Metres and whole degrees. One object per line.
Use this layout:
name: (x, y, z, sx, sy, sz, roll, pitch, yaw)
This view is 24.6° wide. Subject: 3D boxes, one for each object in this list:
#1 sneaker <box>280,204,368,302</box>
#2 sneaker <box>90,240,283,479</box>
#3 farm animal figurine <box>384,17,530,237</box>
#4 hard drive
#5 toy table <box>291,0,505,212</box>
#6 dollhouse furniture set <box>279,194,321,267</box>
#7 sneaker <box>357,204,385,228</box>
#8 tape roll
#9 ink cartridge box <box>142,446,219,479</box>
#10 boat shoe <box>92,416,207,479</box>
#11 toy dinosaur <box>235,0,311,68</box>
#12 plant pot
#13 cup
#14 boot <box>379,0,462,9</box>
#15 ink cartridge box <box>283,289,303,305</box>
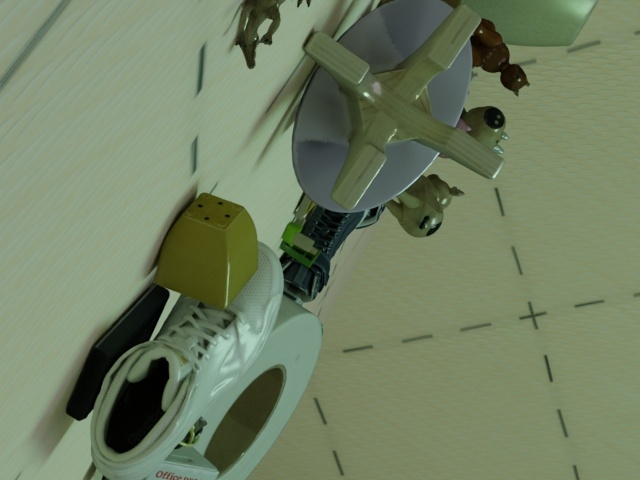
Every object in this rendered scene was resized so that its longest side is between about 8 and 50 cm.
sneaker: (0.001, 0.001, 2.415, 0.163, 0.086, 0.226, -57, 176, -49)
sneaker: (-0.126, 0.112, 1.466, 0.293, 0.108, 0.169, -57, 178, -14)
farm animal figurine: (0.176, -0.154, 2.159, 0.330, 0.172, 0.326, -58, -156, -9)
hard drive: (-0.201, 0.111, 1.468, 0.094, 0.022, 0.135, -62, 174, 33)
toy table: (0.081, -0.154, 1.645, 0.161, 0.252, 0.274, -157, -91, -78)
dollhouse furniture set: (-0.010, -0.031, 2.278, 0.076, 0.058, 0.152, -53, 172, -52)
sneaker: (0.114, -0.139, 2.635, 0.282, 0.099, 0.153, -59, 177, 32)
tape roll: (-0.136, 0.252, 2.171, 0.392, 0.072, 0.392, -49, 160, -25)
ink cartridge box: (-0.232, 0.350, 1.932, 0.127, 0.072, 0.175, 22, 101, -49)
boat shoe: (-0.176, 0.201, 1.823, 0.305, 0.091, 0.109, -59, 175, -10)
toy dinosaur: (-0.030, -0.216, 1.199, 0.183, 0.053, 0.093, -54, -167, 23)
plant pot: (-0.109, 0.002, 1.452, 0.081, 0.081, 0.083, -52, 158, -51)
cup: (0.325, -0.430, 2.249, 0.331, 0.237, 0.331, -59, 175, -9)
boot: (0.102, -0.237, 1.980, 0.262, 0.095, 0.203, -58, 174, 5)
ink cartridge box: (-0.126, 0.199, 2.448, 0.333, 0.065, 0.165, -55, 173, -49)
